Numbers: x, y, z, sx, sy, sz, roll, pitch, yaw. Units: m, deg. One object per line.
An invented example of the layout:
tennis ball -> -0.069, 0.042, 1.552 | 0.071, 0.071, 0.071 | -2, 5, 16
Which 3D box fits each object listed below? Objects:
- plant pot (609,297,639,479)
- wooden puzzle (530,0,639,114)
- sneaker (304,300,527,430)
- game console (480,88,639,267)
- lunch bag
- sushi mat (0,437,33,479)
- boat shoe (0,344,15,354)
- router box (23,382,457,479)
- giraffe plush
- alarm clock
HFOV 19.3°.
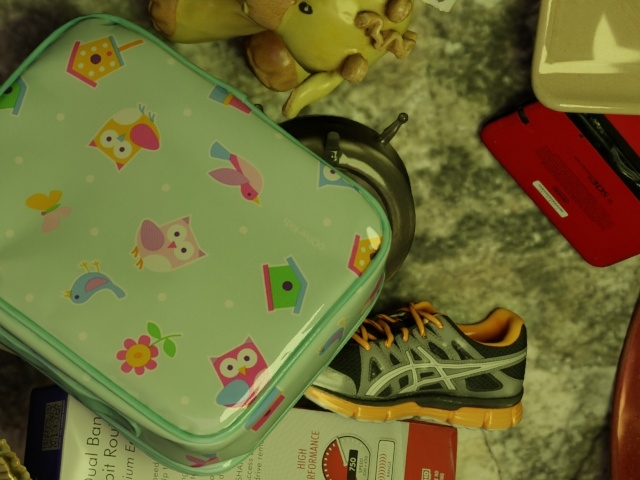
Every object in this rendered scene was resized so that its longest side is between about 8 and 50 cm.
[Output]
plant pot -> 0.375, 0.142, 1.300 | 0.265, 0.272, 0.272 | 6, 113, -13
wooden puzzle -> 0.255, -0.201, 1.240 | 0.221, 0.044, 0.238 | 1, 107, -11
sneaker -> 0.056, 0.082, 1.333 | 0.215, 0.084, 0.083 | 6, 105, -33
game console -> 0.207, -0.070, 1.321 | 0.124, 0.085, 0.144 | -25, 116, 42
lunch bag -> -0.115, 0.004, 1.203 | 0.279, 0.108, 0.224 | 36, 76, 12
sushi mat -> -0.301, 0.151, 1.281 | 0.316, 0.019, 0.151 | -16, 112, 50
boat shoe -> -0.189, 0.022, 1.292 | 0.335, 0.112, 0.095 | 12, 117, -4
router box -> -0.061, 0.280, 1.288 | 0.301, 0.082, 0.335 | 9, 78, -26
giraffe plush -> -0.003, -0.159, 1.187 | 0.210, 0.170, 0.181 | 9, 113, -6
alarm clock -> 0.000, 0.000, 1.320 | 0.129, 0.064, 0.192 | 3, 117, -4
